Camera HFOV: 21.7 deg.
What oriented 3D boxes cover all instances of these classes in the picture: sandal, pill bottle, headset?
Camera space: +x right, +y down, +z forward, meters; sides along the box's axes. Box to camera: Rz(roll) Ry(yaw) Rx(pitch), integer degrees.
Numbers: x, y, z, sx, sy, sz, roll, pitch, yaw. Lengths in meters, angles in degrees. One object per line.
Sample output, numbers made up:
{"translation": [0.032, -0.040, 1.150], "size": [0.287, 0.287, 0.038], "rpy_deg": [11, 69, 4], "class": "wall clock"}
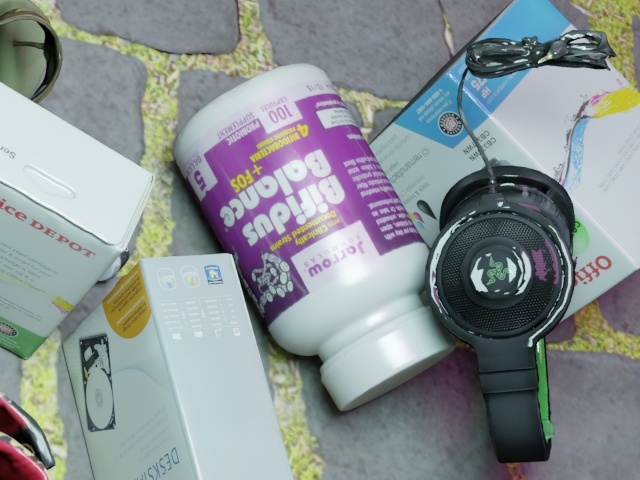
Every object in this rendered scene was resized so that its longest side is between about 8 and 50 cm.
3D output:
{"translation": [-0.270, -0.150, 1.439], "size": [0.086, 0.303, 0.120], "rpy_deg": [3, 101, 1], "class": "sandal"}
{"translation": [0.000, 0.000, 1.562], "size": [0.169, 0.169, 0.301], "rpy_deg": [-21, 76, -39], "class": "pill bottle"}
{"translation": [0.194, 0.009, 1.516], "size": [0.243, 0.185, 0.394], "rpy_deg": [-66, 148, -70], "class": "headset"}

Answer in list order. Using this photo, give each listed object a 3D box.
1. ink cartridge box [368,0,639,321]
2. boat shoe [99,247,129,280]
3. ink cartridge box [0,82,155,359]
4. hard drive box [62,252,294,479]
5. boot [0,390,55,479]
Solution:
{"translation": [0.217, -0.077, 1.726], "size": [0.270, 0.198, 0.197], "rpy_deg": [45, 49, -2], "class": "ink cartridge box"}
{"translation": [-0.229, -0.024, 1.515], "size": [0.142, 0.049, 0.040], "rpy_deg": [50, 30, 0], "class": "boat shoe"}
{"translation": [-0.255, -0.012, 1.377], "size": [0.154, 0.212, 0.093], "rpy_deg": [30, 51, -14], "class": "ink cartridge box"}
{"translation": [-0.120, 0.153, 1.391], "size": [0.089, 0.181, 0.232], "rpy_deg": [-3, 65, -34], "class": "hard drive box"}
{"translation": [-0.262, 0.236, 1.181], "size": [0.377, 0.284, 0.138], "rpy_deg": [46, 49, -1], "class": "boot"}
